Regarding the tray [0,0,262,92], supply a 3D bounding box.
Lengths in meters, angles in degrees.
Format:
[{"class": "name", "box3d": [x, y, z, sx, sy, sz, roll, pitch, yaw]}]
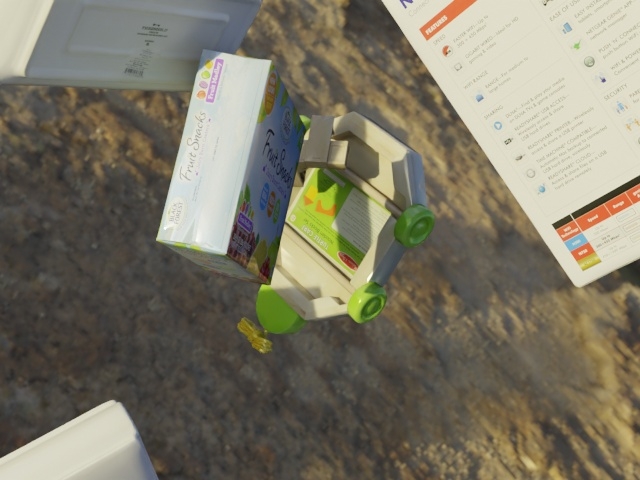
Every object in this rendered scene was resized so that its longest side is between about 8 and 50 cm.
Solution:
[{"class": "tray", "box3d": [-0.146, -0.176, 0.780, 0.030, 0.145, 0.270, 48, 31, 22]}]

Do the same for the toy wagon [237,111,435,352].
[{"class": "toy wagon", "box3d": [0.000, 0.000, 1.285, 0.068, 0.344, 0.267, 12, 24, -49]}]

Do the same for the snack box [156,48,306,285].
[{"class": "snack box", "box3d": [-0.076, -0.059, 0.890, 0.070, 0.174, 0.207, 11, -9, 8]}]

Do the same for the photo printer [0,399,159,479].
[{"class": "photo printer", "box3d": [-0.400, 0.403, 1.436, 0.307, 0.256, 0.107, -27, 49, -18]}]

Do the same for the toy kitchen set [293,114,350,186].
[{"class": "toy kitchen set", "box3d": [0.000, -0.115, 1.234, 0.075, 0.083, 0.068, 67, 30, -64]}]

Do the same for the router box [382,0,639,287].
[{"class": "router box", "box3d": [0.255, -0.166, 0.711, 0.301, 0.335, 0.082, 56, 40, 0]}]
